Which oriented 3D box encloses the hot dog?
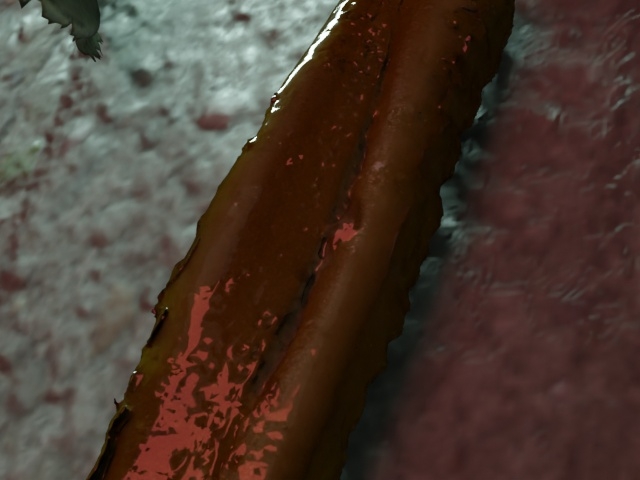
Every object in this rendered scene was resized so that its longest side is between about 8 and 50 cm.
[{"bbox_3d":[0.001,0.000,0.456,0.083,0.068,0.289,18,62,16],"label":"hot dog"}]

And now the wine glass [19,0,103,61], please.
[{"bbox_3d":[-0.039,-0.258,0.571,0.323,0.238,0.238,-31,45,7],"label":"wine glass"}]
